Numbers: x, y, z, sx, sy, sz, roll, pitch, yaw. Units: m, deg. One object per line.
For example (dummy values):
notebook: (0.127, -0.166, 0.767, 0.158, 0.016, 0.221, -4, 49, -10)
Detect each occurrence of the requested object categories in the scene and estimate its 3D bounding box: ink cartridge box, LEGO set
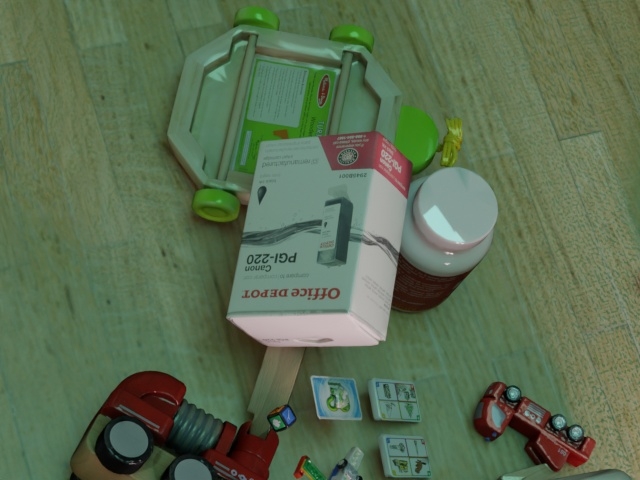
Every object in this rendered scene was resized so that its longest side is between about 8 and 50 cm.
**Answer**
ink cartridge box: (0.000, 0.000, 1.768, 0.158, 0.092, 0.218, -3, 67, 30)
LEGO set: (0.030, 0.244, 1.807, 0.244, 0.060, 0.183, 9, 64, -48)

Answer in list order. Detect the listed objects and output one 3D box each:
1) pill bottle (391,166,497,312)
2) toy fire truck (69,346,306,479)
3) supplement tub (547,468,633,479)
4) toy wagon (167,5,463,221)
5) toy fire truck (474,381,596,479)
pill bottle: (0.128, -0.003, 1.869, 0.121, 0.216, 0.121, 4, 70, -11)
toy fire truck: (-0.127, 0.200, 1.791, 0.217, 0.158, 0.246, 31, 47, -6)
supplement tub: (0.252, 0.425, 1.716, 0.241, 0.241, 0.331, -10, 82, -16)
toy wagon: (-0.004, -0.132, 1.937, 0.344, 0.068, 0.267, 11, 68, 2)
toy fire truck: (0.251, 0.267, 1.891, 0.192, 0.047, 0.135, 32, 68, 1)
